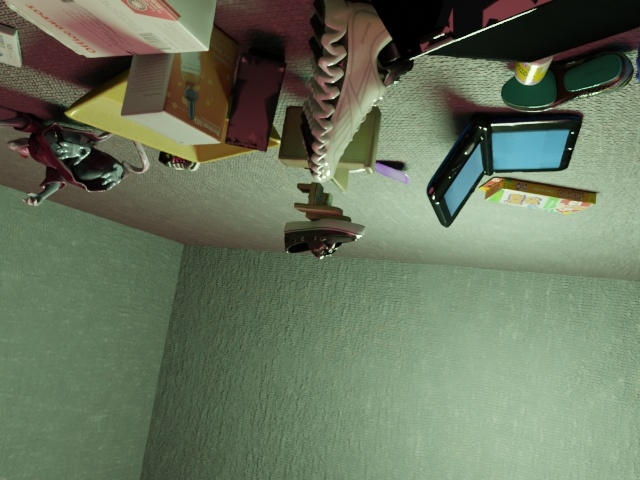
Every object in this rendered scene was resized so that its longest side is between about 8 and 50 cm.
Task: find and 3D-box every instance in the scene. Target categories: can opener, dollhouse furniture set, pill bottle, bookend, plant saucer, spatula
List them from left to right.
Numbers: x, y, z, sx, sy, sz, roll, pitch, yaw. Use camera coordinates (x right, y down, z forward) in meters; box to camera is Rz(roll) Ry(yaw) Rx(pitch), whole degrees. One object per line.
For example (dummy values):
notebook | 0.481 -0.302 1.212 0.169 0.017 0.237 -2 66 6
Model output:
plant saucer | -0.293 -0.260 1.166 0.333 0.081 0.333 18 167 -41
bookend | -0.108 -0.259 0.970 0.072 0.156 0.157 10 126 -11
dollhouse furniture set | 0.042 -0.155 1.074 0.161 0.212 0.242 6 171 17
spatula | 0.079 -0.181 1.450 0.296 0.030 0.084 8 170 9
can opener | 0.064 -0.269 0.907 0.186 0.073 0.059 3 -152 47
pill bottle | 0.296 -0.252 0.794 0.043 0.043 0.083 7 170 11

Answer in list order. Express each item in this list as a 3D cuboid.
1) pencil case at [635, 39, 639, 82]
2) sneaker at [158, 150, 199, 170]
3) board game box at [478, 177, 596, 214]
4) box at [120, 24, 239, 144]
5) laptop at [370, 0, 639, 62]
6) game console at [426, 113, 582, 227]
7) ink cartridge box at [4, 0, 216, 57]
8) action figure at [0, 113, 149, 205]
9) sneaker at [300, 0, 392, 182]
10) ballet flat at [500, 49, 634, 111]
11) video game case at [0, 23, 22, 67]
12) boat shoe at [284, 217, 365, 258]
pencil case | 0.526 -0.189 0.723 0.306 0.119 0.133 15 152 -29
sneaker | -0.376 -0.220 1.525 0.075 0.063 0.170 8 178 -39
board game box | 0.541 -0.112 1.455 0.259 0.039 0.124 12 170 -2
box | -0.211 -0.248 0.881 0.091 0.170 0.130 3 170 31
laptop | 0.231 -0.304 0.443 0.382 0.236 0.408 -8 129 45
game console | 0.361 -0.124 1.150 0.173 0.250 0.293 34 180 22
ink cartridge box | -0.271 -0.319 0.755 0.218 0.092 0.158 3 169 21
action figure | -0.674 -0.248 1.477 0.370 0.248 0.276 17 -139 40
sneaker | 0.036 -0.203 0.838 0.118 0.110 0.292 -3 137 -13
ballet flat | 0.361 -0.227 0.843 0.070 0.070 0.188 17 171 -40
video game case | -0.621 -0.364 1.021 0.157 0.019 0.143 13 169 -22
boat shoe | 0.000 0.000 1.164 0.080 0.076 0.228 15 170 -42
